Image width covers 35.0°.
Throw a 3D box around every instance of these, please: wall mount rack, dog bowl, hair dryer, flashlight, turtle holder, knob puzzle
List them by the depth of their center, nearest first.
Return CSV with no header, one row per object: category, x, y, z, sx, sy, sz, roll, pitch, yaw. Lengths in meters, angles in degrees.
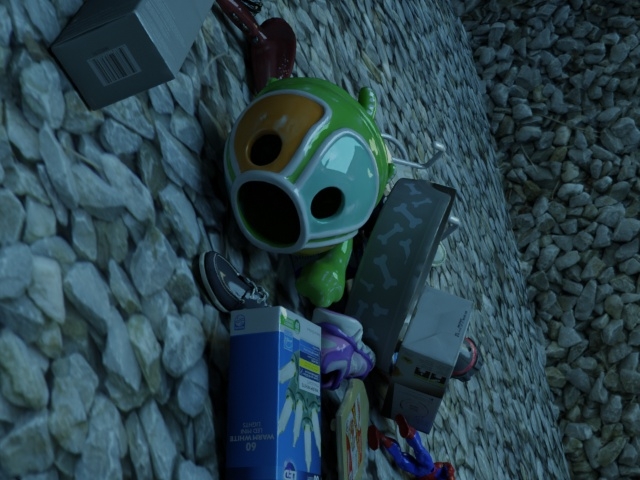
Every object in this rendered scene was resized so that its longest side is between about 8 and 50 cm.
turtle holder,-0.037,-0.074,1.521,0.227,0.243,0.320,-57,168,-47
knob puzzle,0.044,0.305,1.598,0.213,0.030,0.213,1,90,-76
hair dryer,-0.127,-0.361,1.740,0.223,0.080,0.293,-17,83,-55
dog bowl,0.132,0.050,1.752,0.349,0.102,0.349,21,90,-82
wall mount rack,0.140,-0.130,2.158,0.304,0.130,0.350,12,54,-27
flashlight,0.263,0.217,2.201,0.304,0.103,0.103,44,36,-55

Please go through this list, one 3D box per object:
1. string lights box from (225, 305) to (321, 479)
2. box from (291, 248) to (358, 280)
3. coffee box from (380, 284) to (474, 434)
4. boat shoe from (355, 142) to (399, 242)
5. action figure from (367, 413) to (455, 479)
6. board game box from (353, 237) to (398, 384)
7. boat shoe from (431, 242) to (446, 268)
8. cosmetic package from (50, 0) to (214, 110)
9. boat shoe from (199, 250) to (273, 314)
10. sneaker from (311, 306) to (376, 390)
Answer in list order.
string lights box,-0.058,0.227,1.305,0.133,0.076,0.260,34,52,-60
box,0.000,0.000,1.724,0.126,0.072,0.137,19,56,-65
coffee box,0.185,0.213,1.783,0.246,0.098,0.141,99,14,-51
boat shoe,0.096,-0.037,1.935,0.158,0.127,0.340,-49,126,-26
action figure,0.183,0.433,1.817,0.280,0.091,0.139,48,24,-47
board game box,0.109,0.129,1.971,0.145,0.027,0.281,48,31,-46
boat shoe,0.197,-0.034,2.296,0.228,0.081,0.068,58,-23,-5
cosmetic package,-0.228,-0.273,1.271,0.107,0.127,0.238,59,22,-31
boat shoe,-0.096,0.077,1.407,0.206,0.065,0.075,54,26,-41
sneaker,0.021,0.191,1.603,0.236,0.095,0.104,64,44,-64
